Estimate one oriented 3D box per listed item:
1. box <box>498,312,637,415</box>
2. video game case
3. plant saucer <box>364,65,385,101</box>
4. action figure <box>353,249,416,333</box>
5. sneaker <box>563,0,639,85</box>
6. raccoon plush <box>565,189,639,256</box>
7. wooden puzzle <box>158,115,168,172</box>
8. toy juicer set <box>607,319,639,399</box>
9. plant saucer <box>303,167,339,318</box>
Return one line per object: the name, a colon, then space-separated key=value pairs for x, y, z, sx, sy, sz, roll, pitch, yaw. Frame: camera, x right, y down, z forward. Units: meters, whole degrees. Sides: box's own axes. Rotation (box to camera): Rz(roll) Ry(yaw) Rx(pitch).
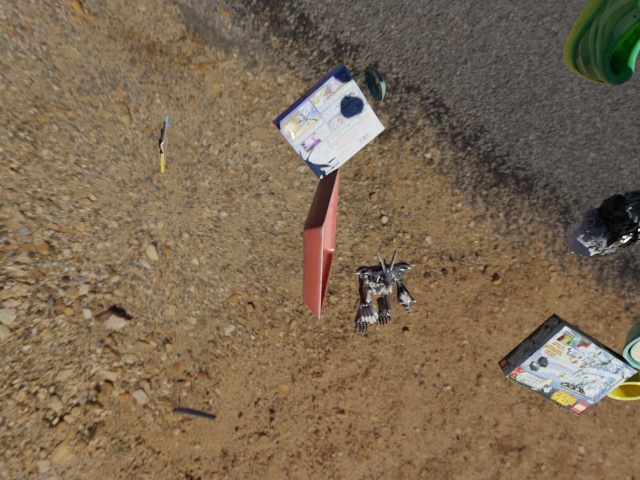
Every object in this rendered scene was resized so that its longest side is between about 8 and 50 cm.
box: x=0.301 y=0.155 z=0.527 sx=0.137 sy=0.027 sz=0.094 roll=30 pitch=112 yaw=-18
video game case: x=0.028 y=-0.362 z=1.348 sx=0.269 sy=0.061 sz=0.244 roll=-40 pitch=124 yaw=4
plant saucer: x=0.183 y=-0.518 z=1.416 sx=0.021 sy=0.119 sz=0.119 roll=-26 pitch=101 yaw=-6
action figure: x=0.167 y=0.148 z=1.143 sx=0.164 sy=0.275 sz=0.141 roll=-10 pitch=52 yaw=-11
sneaker: x=0.431 y=-0.339 z=0.549 sx=0.110 sy=0.123 sz=0.295 roll=-16 pitch=142 yaw=-11
raccoon plush: x=0.652 y=0.014 z=0.685 sx=0.216 sy=0.446 sz=0.299 roll=35 pitch=45 yaw=-8
wooden puzzle: x=-0.347 y=-0.213 z=0.949 sx=0.014 sy=0.078 sz=0.116 roll=4 pitch=50 yaw=-16
toy juicer set: x=0.569 y=0.156 z=0.642 sx=0.209 sy=0.089 sz=0.329 roll=-3 pitch=135 yaw=16
plant saucer: x=0.000 y=0.000 z=0.985 sx=0.048 sy=0.259 sz=0.258 roll=6 pitch=126 yaw=5
